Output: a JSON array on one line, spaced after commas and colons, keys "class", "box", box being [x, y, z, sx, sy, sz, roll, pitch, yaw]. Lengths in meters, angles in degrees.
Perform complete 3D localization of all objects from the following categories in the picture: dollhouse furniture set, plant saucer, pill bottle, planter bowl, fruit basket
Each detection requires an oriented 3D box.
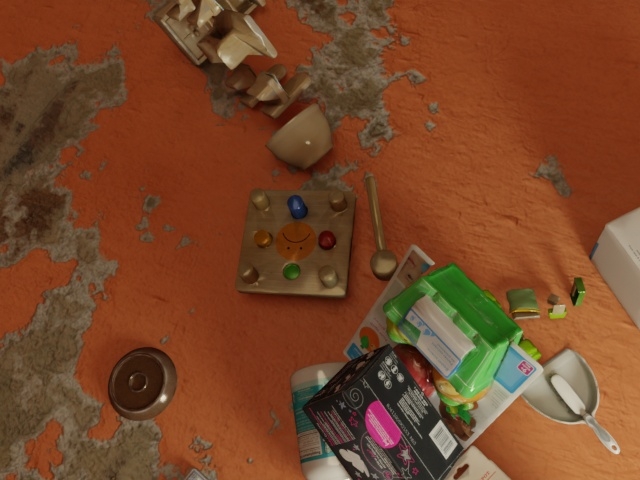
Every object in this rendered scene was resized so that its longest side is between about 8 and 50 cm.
[{"class": "dollhouse furniture set", "box": [-0.208, -0.549, 1.670, 0.256, 0.362, 0.394, -47, 38, -6]}, {"class": "plant saucer", "box": [-0.409, 0.322, 1.546, 0.169, 0.029, 0.168, -4, 68, 11]}, {"class": "pill bottle", "box": [0.025, 0.387, 1.369, 0.146, 0.146, 0.263, -12, 68, 7]}, {"class": "planter bowl", "box": [-0.036, -0.236, 1.623, 0.162, 0.162, 0.109, -40, 93, -5]}, {"class": "fruit basket", "box": [0.205, 0.234, 1.317, 0.327, 0.166, 0.353, 48, 127, 22]}, {"class": "dollhouse furniture set", "box": [0.467, 0.117, 1.418, 0.152, 0.058, 0.076, -5, 51, 6]}]

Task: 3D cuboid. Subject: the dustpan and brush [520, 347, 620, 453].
[{"class": "dustpan and brush", "box": [0.505, 0.328, 1.338, 0.147, 0.060, 0.211, -34, 67, -3]}]

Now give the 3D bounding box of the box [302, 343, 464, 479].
[{"class": "box", "box": [0.116, 0.348, 1.263, 0.163, 0.142, 0.247, -36, 92, -44]}]

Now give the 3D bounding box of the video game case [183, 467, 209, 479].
[{"class": "video game case", "box": [-0.262, 0.611, 1.409, 0.183, 0.023, 0.201, 36, 80, 21]}]

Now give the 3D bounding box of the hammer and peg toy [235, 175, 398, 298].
[{"class": "hammer and peg toy", "box": [0.000, 0.000, 1.532, 0.362, 0.127, 0.265, 1, 68, 12]}]

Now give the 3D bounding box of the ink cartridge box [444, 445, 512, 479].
[{"class": "ink cartridge box", "box": [0.328, 0.503, 1.305, 0.115, 0.067, 0.198, -43, 69, -7]}]

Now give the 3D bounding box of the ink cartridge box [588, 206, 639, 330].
[{"class": "ink cartridge box", "box": [0.716, 0.019, 1.338, 0.270, 0.198, 0.197, -27, 66, 0]}]

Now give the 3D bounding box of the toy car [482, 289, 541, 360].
[{"class": "toy car", "box": [0.319, 0.223, 1.383, 0.188, 0.149, 0.155, -40, 62, 8]}]
